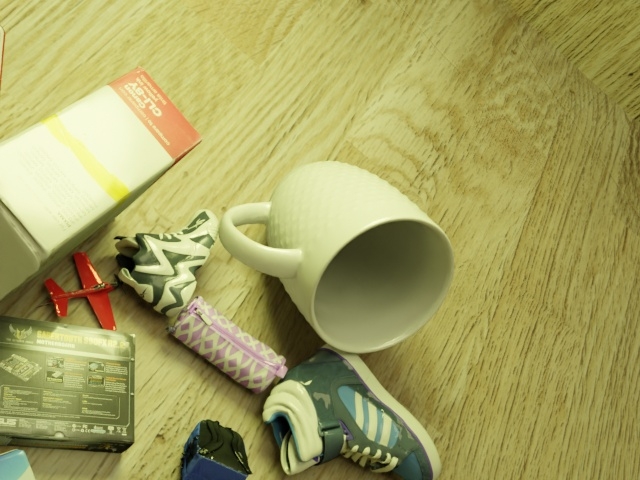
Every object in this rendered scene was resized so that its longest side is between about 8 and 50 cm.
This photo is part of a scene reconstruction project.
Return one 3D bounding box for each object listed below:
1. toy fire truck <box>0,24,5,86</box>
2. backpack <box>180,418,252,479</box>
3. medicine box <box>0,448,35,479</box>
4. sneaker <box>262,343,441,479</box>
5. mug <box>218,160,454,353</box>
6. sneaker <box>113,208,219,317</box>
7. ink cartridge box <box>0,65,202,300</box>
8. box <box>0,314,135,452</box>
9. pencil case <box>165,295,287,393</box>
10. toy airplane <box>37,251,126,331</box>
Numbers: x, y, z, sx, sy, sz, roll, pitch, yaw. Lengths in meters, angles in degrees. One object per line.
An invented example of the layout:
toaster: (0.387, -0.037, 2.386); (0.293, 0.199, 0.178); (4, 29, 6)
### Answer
toy fire truck: (-0.628, -0.280, 1.370); (0.254, 0.169, 0.302); (24, 49, -46)
backpack: (-0.173, 0.343, 1.326); (0.098, 0.101, 0.120); (34, 15, -19)
medicine box: (-0.452, 0.443, 1.021); (0.264, 0.149, 0.289); (-14, 72, -41)
sneaker: (0.039, 0.356, 1.465); (0.322, 0.130, 0.236); (51, 54, -2)
mug: (0.000, 0.000, 1.529); (0.374, 0.276, 0.328); (2, 28, -28)
sneaker: (-0.275, 0.006, 1.471); (0.153, 0.094, 0.235); (33, 52, -19)
ink cartridge box: (-0.398, -0.069, 1.262); (0.160, 0.279, 0.384); (51, 38, -9)
box: (-0.395, 0.216, 1.273); (0.231, 0.056, 0.183); (12, 55, -30)
pencil case: (-0.158, 0.176, 1.452); (0.206, 0.088, 0.086); (37, 48, -12)
toy airplane: (-0.387, 0.083, 1.385); (0.151, 0.028, 0.151); (18, 54, -27)
